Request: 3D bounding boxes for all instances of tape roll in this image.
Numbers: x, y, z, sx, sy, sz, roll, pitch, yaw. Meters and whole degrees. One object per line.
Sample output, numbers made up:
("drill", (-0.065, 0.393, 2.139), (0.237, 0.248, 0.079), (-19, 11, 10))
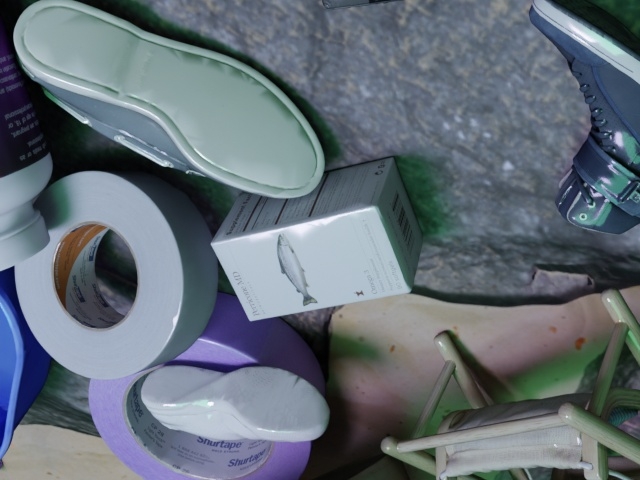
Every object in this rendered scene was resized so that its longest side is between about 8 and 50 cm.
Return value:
("tape roll", (-0.135, 0.195, 1.090), (0.275, 0.090, 0.274), (7, 123, 10))
("tape roll", (-0.219, 0.034, 0.959), (0.219, 0.072, 0.219), (2, 95, 25))

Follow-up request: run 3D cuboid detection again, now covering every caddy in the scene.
("caddy", (-0.452, 0.129, 1.056), (0.241, 0.179, 0.341), (19, 118, 2))

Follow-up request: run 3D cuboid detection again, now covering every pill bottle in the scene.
("pill bottle", (-0.371, -0.128, 0.854), (0.182, 0.181, 0.322), (-9, 109, 20))

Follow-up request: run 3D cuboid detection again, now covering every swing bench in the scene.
("swing bench", (0.251, 0.210, 0.906), (0.254, 0.165, 0.253), (45, 143, -15))

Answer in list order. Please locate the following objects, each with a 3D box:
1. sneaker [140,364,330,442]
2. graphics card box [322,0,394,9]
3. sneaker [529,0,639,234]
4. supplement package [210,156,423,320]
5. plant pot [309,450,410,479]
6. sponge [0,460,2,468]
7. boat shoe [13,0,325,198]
("sneaker", (-0.087, 0.191, 0.985), (0.212, 0.080, 0.094), (6, 136, 19))
("graphics card box", (0.163, -0.316, 0.673), (0.371, 0.094, 0.232), (-5, 122, 16))
("sneaker", (0.239, -0.103, 0.797), (0.226, 0.086, 0.163), (35, 122, -10))
("supplement package", (0.000, 0.000, 0.916), (0.179, 0.105, 0.105), (-13, 119, 22))
("plant pot", (-0.001, 0.416, 0.959), (0.323, 0.323, 0.280), (-33, 78, 30))
("sponge", (-0.531, 0.250, 1.265), (0.117, 0.031, 0.210), (4, 124, 12))
("boat shoe", (-0.146, -0.130, 0.892), (0.320, 0.116, 0.099), (26, 162, -9))
